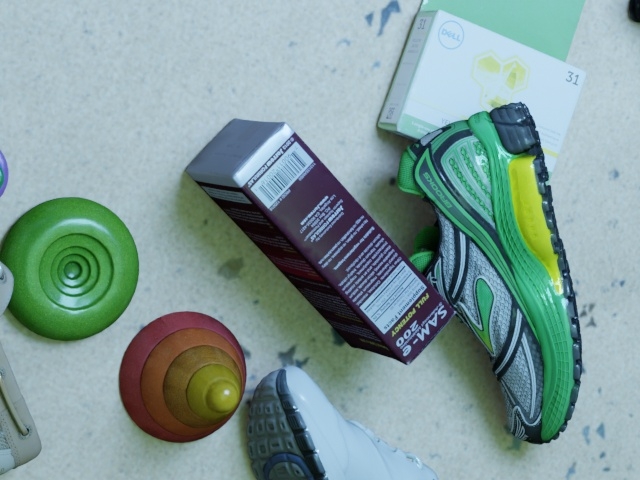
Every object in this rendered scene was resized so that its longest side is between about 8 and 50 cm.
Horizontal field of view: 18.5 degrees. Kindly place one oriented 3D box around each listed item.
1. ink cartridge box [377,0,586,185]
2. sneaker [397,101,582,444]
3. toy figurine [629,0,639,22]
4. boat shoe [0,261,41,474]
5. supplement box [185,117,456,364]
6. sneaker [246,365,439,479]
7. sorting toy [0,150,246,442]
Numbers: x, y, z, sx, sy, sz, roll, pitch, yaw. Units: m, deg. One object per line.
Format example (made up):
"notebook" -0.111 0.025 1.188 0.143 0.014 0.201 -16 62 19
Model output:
"ink cartridge box" 0.170 -0.186 1.851 0.171 0.056 0.235 20 89 -23
"sneaker" 0.161 0.038 1.835 0.146 0.134 0.344 -12 113 10
"toy figurine" 0.368 -0.313 1.865 0.213 0.148 0.209 -35 107 -18
"boat shoe" -0.318 0.042 1.643 0.110 0.121 0.341 -20 112 -24
"supplement box" 0.000 0.000 1.755 0.073 0.130 0.239 -47 110 -13
"sneaker" 0.037 0.230 1.822 0.129 0.111 0.297 -43 113 -30
"sorting toy" -0.184 0.047 1.687 0.365 0.126 0.127 45 78 -20
